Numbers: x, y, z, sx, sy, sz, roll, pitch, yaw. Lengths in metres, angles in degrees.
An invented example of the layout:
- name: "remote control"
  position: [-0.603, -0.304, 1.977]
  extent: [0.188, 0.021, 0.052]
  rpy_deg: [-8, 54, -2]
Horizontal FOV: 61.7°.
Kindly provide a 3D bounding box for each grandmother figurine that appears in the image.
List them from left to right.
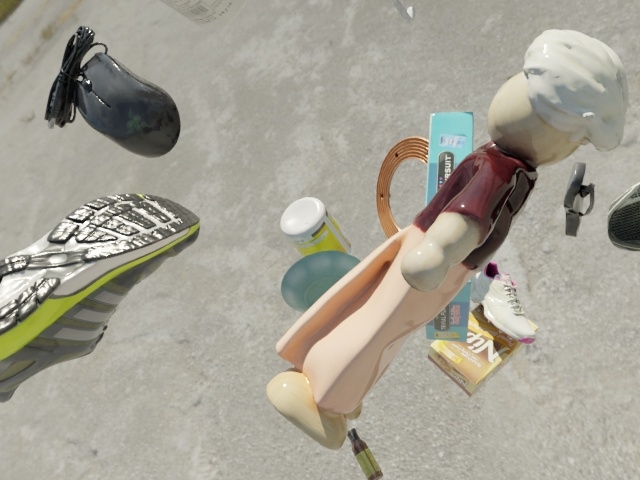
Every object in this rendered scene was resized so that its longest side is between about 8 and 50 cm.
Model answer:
- name: "grandmother figurine"
  position: [0.092, -0.001, 0.401]
  extent: [0.342, 0.104, 0.208]
  rpy_deg: [-53, -3, 12]

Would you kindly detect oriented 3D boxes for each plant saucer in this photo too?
- name: "plant saucer"
  position: [0.011, 0.107, 1.176]
  extent: [0.195, 0.195, 0.037]
  rpy_deg: [-35, 38, 14]

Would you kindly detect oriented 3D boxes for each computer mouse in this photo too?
- name: "computer mouse"
  position: [-0.356, -0.229, 0.894]
  extent: [0.272, 0.072, 0.188]
  rpy_deg: [31, 105, 15]

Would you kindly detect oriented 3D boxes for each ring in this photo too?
- name: "ring"
  position: [0.265, -0.120, 1.502]
  extent: [0.336, 0.032, 0.337]
  rpy_deg: [19, 112, 58]

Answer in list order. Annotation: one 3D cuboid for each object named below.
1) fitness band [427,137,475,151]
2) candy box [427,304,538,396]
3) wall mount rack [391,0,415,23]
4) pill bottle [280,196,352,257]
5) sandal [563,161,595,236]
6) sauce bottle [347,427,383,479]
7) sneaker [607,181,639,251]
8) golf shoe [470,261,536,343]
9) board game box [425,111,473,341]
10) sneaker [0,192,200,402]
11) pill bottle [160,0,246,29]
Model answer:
- name: "fitness band"
  position: [0.461, -0.237, 1.755]
  extent: [0.054, 0.291, 0.209]
  rpy_deg: [-49, 0, 44]
- name: "candy box"
  position: [0.518, 0.326, 1.713]
  extent: [0.316, 0.088, 0.183]
  rpy_deg: [-32, 55, -25]
- name: "wall mount rack"
  position: [0.236, -0.584, 1.002]
  extent: [0.350, 0.130, 0.304]
  rpy_deg: [-11, 68, 33]
- name: "pill bottle"
  position: [0.000, 0.000, 1.308]
  extent: [0.117, 0.215, 0.117]
  rpy_deg: [-17, 49, 20]
- name: "sandal"
  position: [0.562, -0.088, 1.151]
  extent: [0.054, 0.254, 0.097]
  rpy_deg: [13, 74, 30]
- name: "sauce bottle"
  position: [0.103, 0.513, 1.286]
  extent: [0.042, 0.042, 0.128]
  rpy_deg: [-39, 55, 11]
- name: "sneaker"
  position: [0.328, -0.039, 0.440]
  extent: [0.178, 0.077, 0.072]
  rpy_deg: [-23, 77, 32]
- name: "golf shoe"
  position: [0.565, 0.185, 1.663]
  extent: [0.140, 0.115, 0.306]
  rpy_deg: [-62, 40, 25]
- name: "board game box"
  position: [0.233, -0.021, 0.975]
  extent: [0.079, 0.254, 0.336]
  rpy_deg: [2, 60, 15]
- name: "sneaker"
  position: [-0.255, 0.049, 0.580]
  extent: [0.111, 0.121, 0.300]
  rpy_deg: [33, 49, 26]
- name: "pill bottle"
  position: [-0.215, -0.412, 0.765]
  extent: [0.131, 0.229, 0.131]
  rpy_deg: [-4, 82, 30]
